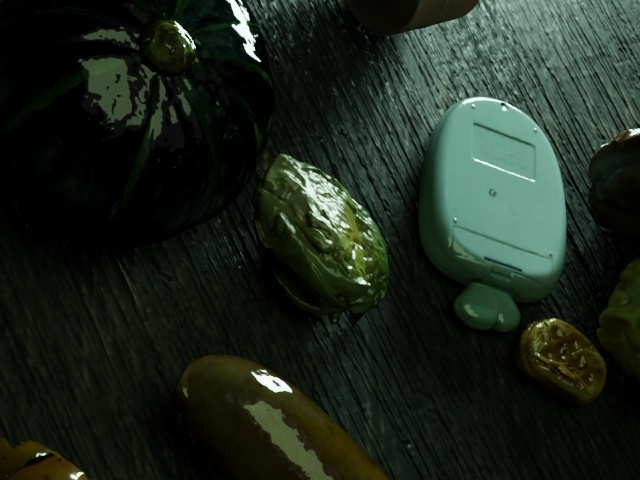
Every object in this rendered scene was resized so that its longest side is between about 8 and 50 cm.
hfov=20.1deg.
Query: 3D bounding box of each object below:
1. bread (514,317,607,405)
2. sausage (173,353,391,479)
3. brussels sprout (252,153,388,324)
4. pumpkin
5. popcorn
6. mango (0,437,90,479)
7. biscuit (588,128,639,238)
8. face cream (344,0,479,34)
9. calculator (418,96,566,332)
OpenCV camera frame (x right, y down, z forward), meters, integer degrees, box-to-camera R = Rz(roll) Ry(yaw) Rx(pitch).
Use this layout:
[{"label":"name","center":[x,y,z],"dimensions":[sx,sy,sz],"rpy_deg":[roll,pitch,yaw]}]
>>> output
[{"label":"bread","center":[0.262,0.130,1.955],"dimensions":[0.111,0.044,0.083],"rpy_deg":[32,50,-14]},{"label":"sausage","center":[0.045,0.302,1.688],"dimensions":[0.501,0.123,0.136],"rpy_deg":[52,41,2]},{"label":"brussels sprout","center":[-0.003,0.000,1.837],"dimensions":[0.181,0.100,0.139],"rpy_deg":[44,42,-2]},{"label":"pumpkin","center":[-0.182,-0.151,1.720],"dimensions":[0.315,0.238,0.315],"rpy_deg":[13,64,-28]},{"label":"popcorn","center":[0.429,0.097,1.982],"dimensions":[0.235,0.181,0.216],"rpy_deg":[-14,77,-22]},{"label":"mango","center":[-0.248,0.309,1.496],"dimensions":[0.201,0.153,0.287],"rpy_deg":[12,61,-31]},{"label":"biscuit","center":[0.456,-0.063,1.990],"dimensions":[0.332,0.332,0.103],"rpy_deg":[7,79,-27]},{"label":"face cream","center":[0.101,-0.311,2.019],"dimensions":[0.104,0.149,0.149],"rpy_deg":[-18,76,-37]},{"label":"calculator","center":[0.193,-0.032,1.997],"dimensions":[0.184,0.042,0.295],"rpy_deg":[18,57,-21]}]
